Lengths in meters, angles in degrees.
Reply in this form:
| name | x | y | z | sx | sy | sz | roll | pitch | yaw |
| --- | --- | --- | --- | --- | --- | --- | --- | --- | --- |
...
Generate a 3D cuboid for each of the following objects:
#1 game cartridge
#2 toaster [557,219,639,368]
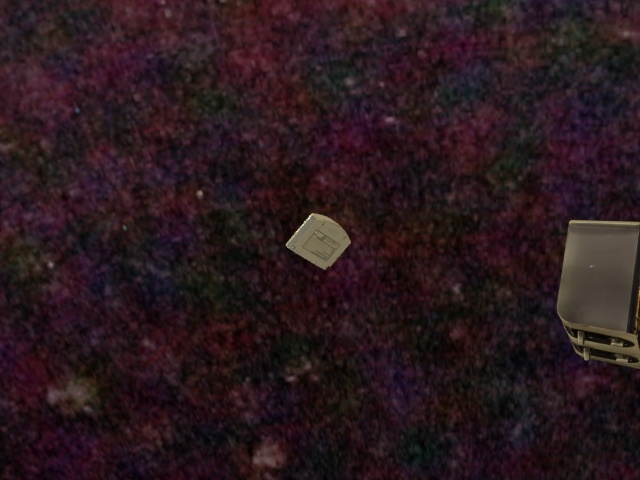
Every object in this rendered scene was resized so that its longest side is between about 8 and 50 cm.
| name | x | y | z | sx | sy | sz | roll | pitch | yaw |
| --- | --- | --- | --- | --- | --- | --- | --- | --- | --- |
| game cartridge | 0.000 | 0.000 | 1.235 | 0.056 | 0.083 | 0.017 | -46 | 54 | 8 |
| toaster | 0.389 | 0.064 | 1.405 | 0.110 | 0.168 | 0.185 | 5 | 71 | 22 |
